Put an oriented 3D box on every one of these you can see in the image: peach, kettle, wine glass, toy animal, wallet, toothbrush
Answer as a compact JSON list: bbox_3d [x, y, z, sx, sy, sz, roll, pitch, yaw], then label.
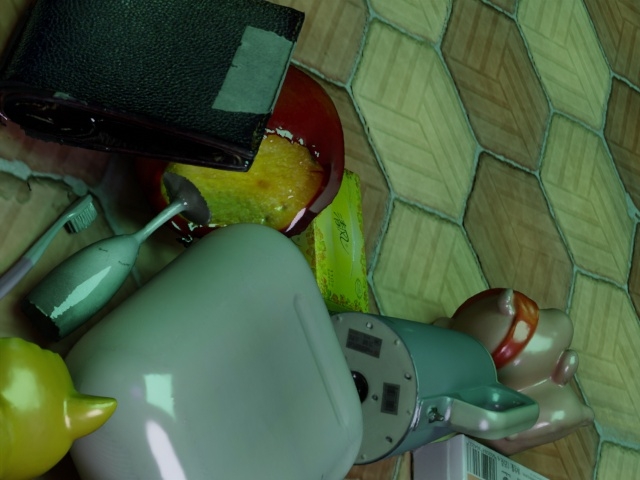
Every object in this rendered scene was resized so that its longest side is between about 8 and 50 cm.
[{"bbox_3d":[-0.082,-0.085,1.733,0.226,0.190,0.196,-40,115,-53],"label":"peach"},{"bbox_3d":[0.117,0.163,1.884,0.243,0.210,0.160,3,101,-57],"label":"kettle"},{"bbox_3d":[-0.189,0.018,1.594,0.198,0.066,0.066,-43,111,-30],"label":"wine glass"},{"bbox_3d":[0.225,0.155,2.075,0.171,0.171,0.198,-19,88,-56],"label":"toy animal"},{"bbox_3d":[-0.163,-0.172,1.649,0.071,0.262,0.221,98,6,-46],"label":"wallet"},{"bbox_3d":[-0.283,0.155,1.370,0.230,0.156,0.156,-16,87,-55],"label":"toy animal"},{"bbox_3d":[-0.275,0.033,1.553,0.286,0.020,0.025,-50,122,-52],"label":"toothbrush"}]

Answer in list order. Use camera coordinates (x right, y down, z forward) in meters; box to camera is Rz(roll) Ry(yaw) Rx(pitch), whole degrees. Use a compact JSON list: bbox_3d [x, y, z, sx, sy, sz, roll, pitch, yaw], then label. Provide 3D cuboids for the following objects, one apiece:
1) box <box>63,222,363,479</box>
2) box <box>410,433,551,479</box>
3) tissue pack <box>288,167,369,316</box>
[{"bbox_3d":[-0.095,0.161,1.619,0.349,0.141,0.289,-43,116,-52],"label":"box"},{"bbox_3d":[0.191,0.322,2.011,0.199,0.081,0.135,30,51,-42],"label":"box"},{"bbox_3d":[0.000,0.000,1.918,0.095,0.062,0.176,24,56,-47],"label":"tissue pack"}]
